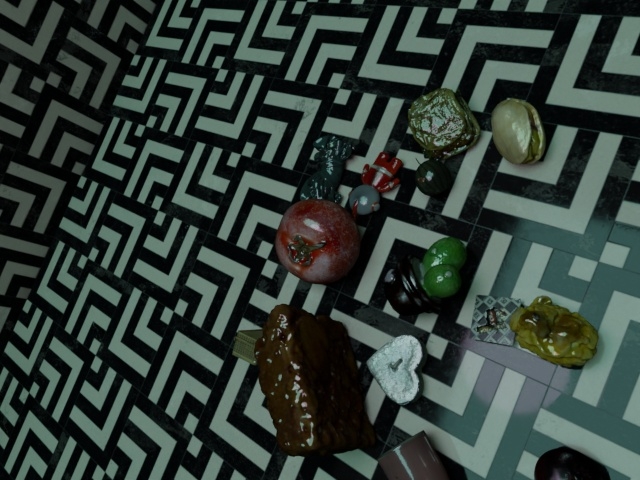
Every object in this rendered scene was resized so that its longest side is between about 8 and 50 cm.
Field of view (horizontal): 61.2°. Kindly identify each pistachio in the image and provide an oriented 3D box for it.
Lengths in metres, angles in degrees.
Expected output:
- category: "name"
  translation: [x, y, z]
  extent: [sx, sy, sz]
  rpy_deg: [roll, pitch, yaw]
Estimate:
- category: "pistachio"
  translation: [0.546, -0.297, 1.494]
  extent: [0.145, 0.117, 0.201]
  rpy_deg: [131, 127, -59]

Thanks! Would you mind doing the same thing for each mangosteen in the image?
- category: "mangosteen"
  translation: [0.551, 0.546, 1.211]
  extent: [0.152, 0.152, 0.153]
  rpy_deg: [-11, 70, 30]

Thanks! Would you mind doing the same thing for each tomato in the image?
- category: "tomato"
  translation: [0.000, 0.000, 1.678]
  extent: [0.270, 0.227, 0.270]
  rpy_deg: [12, 114, 30]

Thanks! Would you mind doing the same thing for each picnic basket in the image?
- category: "picnic basket"
  translation: [-0.192, 0.341, 1.741]
  extent: [0.115, 0.164, 0.080]
  rpy_deg: [17, 94, 35]

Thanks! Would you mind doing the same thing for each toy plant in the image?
- category: "toy plant"
  translation: [0.299, 0.101, 1.487]
  extent: [0.235, 0.175, 0.218]
  rpy_deg: [-34, 17, 24]

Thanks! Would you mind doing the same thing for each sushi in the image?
- category: "sushi"
  translation: [0.465, 0.210, 1.435]
  extent: [0.120, 0.026, 0.126]
  rpy_deg: [4, 73, 37]

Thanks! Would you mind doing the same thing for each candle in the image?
- category: "candle"
  translation: [0.214, 0.359, 1.525]
  extent: [0.168, 0.068, 0.192]
  rpy_deg: [4, 76, 31]

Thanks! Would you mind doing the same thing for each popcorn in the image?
- category: "popcorn"
  translation: [0.555, 0.223, 1.308]
  extent: [0.194, 0.163, 0.140]
  rpy_deg: [18, 106, 5]

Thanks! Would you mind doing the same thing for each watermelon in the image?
- category: "watermelon"
  translation: [0.323, -0.195, 1.601]
  extent: [0.105, 0.105, 0.133]
  rpy_deg: [-39, 78, 17]

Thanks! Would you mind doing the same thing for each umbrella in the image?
- category: "umbrella"
  translation: [0.011, -0.185, 1.817]
  extent: [0.143, 0.094, 0.349]
  rpy_deg: [16, 86, 40]

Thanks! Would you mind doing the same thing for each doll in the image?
- category: "doll"
  translation: [0.165, -0.166, 1.721]
  extent: [0.142, 0.076, 0.245]
  rpy_deg: [30, 88, 37]

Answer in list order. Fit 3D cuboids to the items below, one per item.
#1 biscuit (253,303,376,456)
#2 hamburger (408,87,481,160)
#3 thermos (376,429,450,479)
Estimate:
- category: "biscuit"
  translation: [-0.021, 0.399, 1.505]
  extent: [0.166, 0.342, 0.395]
  rpy_deg: [-29, 59, 25]
- category: "hamburger"
  translation: [0.371, -0.349, 1.629]
  extent: [0.183, 0.130, 0.206]
  rpy_deg: [-27, 81, 25]
- category: "thermos"
  translation: [0.258, 0.641, 1.362]
  extent: [0.176, 0.146, 0.265]
  rpy_deg: [-27, 69, -6]
